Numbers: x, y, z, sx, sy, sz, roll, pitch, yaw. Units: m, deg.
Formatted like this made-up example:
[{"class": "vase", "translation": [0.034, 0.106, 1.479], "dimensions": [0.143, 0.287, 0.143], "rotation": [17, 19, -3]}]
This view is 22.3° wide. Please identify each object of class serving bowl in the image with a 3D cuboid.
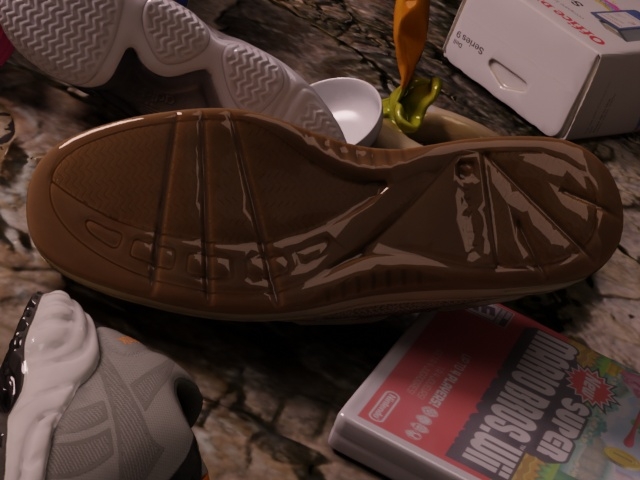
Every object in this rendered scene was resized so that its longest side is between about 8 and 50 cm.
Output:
[{"class": "serving bowl", "translation": [0.007, -0.079, 1.155], "dimensions": [0.083, 0.027, 0.083], "rotation": [-12, 45, 12]}]

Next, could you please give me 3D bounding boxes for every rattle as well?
[{"class": "rattle", "translation": [0.131, -0.086, 1.170], "dimensions": [0.199, 0.143, 0.130], "rotation": [31, 10, 31]}]

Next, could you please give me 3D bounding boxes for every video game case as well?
[{"class": "video game case", "translation": [0.166, 0.128, 0.919], "dimensions": [0.285, 0.025, 0.204], "rotation": [27, 28, 11]}]

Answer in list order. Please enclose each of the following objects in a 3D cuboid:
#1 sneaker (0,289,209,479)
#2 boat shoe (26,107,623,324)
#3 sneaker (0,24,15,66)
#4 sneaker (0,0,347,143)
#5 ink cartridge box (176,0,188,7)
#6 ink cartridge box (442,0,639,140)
[{"class": "sneaker", "translation": [-0.099, 0.115, 0.684], "dimensions": [0.108, 0.100, 0.271], "rotation": [21, 26, -11]}, {"class": "boat shoe", "translation": [0.000, 0.000, 0.956], "dimensions": [0.341, 0.110, 0.122], "rotation": [4, 73, -6]}, {"class": "sneaker", "translation": [-0.315, -0.199, 1.115], "dimensions": [0.252, 0.103, 0.111], "rotation": [27, 25, -6]}, {"class": "sneaker", "translation": [-0.088, -0.104, 1.080], "dimensions": [0.268, 0.101, 0.153], "rotation": [37, 5, -9]}, {"class": "ink cartridge box", "translation": [-0.121, -0.227, 1.289], "dimensions": [0.046, 0.097, 0.207], "rotation": [16, 27, -9]}, {"class": "ink cartridge box", "translation": [0.238, -0.168, 1.436], "dimensions": [0.212, 0.093, 0.154], "rotation": [-11, 41, -43]}]
